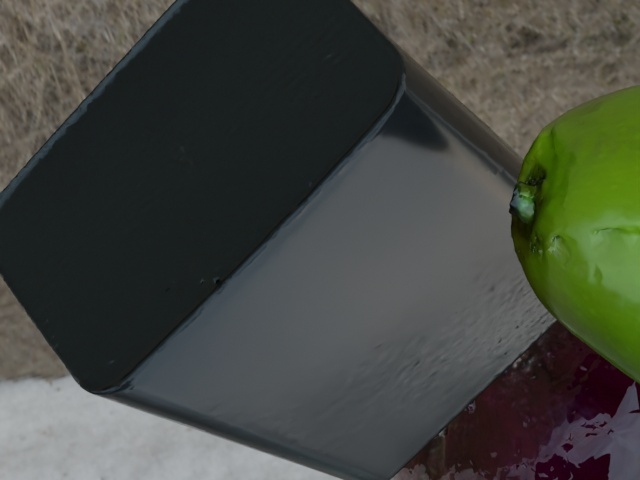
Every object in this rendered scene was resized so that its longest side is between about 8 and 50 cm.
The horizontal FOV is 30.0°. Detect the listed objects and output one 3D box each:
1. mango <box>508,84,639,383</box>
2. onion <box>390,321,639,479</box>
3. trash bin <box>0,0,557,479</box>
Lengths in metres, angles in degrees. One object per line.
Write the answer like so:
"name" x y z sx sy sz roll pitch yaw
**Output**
"mango" 0.172 0.016 0.360 0.233 0.125 0.111 14 128 12
"onion" 0.211 0.136 0.819 0.282 0.260 0.336 35 93 -27
"trash bin" 0.000 0.000 0.481 0.165 0.115 0.225 -45 151 8
